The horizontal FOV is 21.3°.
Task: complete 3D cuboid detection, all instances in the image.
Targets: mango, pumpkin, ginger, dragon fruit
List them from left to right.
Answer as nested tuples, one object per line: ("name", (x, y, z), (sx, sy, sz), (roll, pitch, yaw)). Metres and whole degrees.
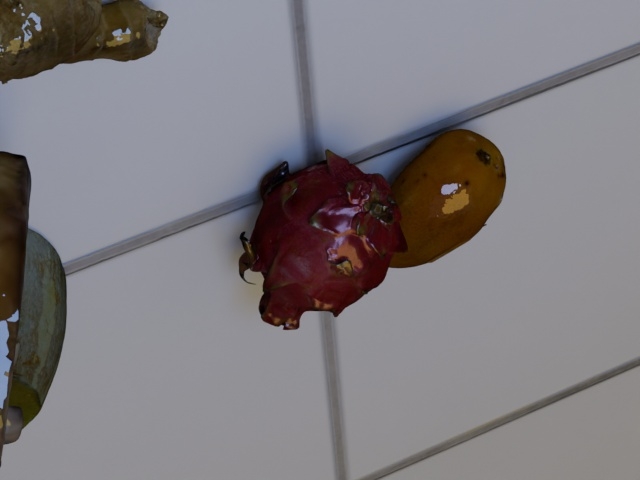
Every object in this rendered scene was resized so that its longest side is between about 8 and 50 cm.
("pumpkin", (-0.292, 0.093, 1.358), (0.217, 0.110, 0.217), (-20, 146, -14))
("ginger", (-0.178, -0.160, 1.194), (0.165, 0.067, 0.096), (-17, 141, -40))
("dragon fruit", (0.000, 0.000, 1.443), (0.136, 0.133, 0.166), (29, 119, -2))
("mango", (0.100, -0.026, 1.499), (0.105, 0.084, 0.159), (-23, 151, -56))

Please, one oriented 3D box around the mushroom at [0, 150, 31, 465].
("mushroom", (-0.398, 0.084, 1.155), (0.397, 0.224, 0.314), (5, 105, -11))
